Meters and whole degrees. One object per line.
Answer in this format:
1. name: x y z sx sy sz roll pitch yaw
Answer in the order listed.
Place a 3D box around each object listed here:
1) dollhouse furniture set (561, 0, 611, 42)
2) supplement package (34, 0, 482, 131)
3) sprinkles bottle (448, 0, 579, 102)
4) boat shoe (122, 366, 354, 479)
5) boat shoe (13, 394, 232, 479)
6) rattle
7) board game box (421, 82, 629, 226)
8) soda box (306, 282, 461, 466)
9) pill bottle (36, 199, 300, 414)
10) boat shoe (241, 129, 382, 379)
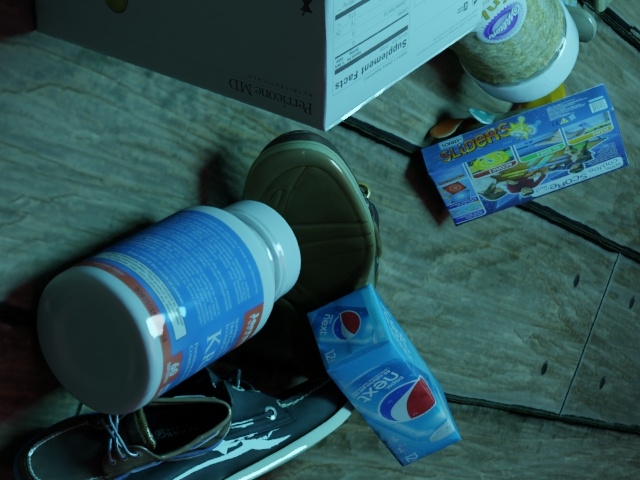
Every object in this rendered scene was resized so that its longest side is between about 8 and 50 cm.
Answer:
1. dollhouse furniture set: 0.334 -0.359 1.928 0.212 0.161 0.242 -49 146 -33
2. supplement package: -0.045 -0.213 1.258 0.204 0.262 0.145 -38 138 -43
3. sprinkles bottle: 0.144 -0.247 1.715 0.355 0.121 0.121 34 78 -60
4. boat shoe: -0.099 0.169 1.580 0.340 0.127 0.113 -27 90 -42
5. boat shoe: -0.157 0.156 1.432 0.183 0.066 0.066 -17 165 -27
6. rattle: 0.200 -0.152 1.942 0.200 0.130 0.142 15 76 -31
7. board game box: 0.219 -0.087 1.888 0.136 0.201 0.035 57 16 -61
8. soda box: 0.062 0.129 1.666 0.067 0.071 0.210 -26 142 8
9. pill bottle: -0.114 0.044 1.450 0.221 0.124 0.124 -31 134 -48
10. boat shoe: 0.000 0.000 1.656 0.342 0.123 0.123 69 14 -50
